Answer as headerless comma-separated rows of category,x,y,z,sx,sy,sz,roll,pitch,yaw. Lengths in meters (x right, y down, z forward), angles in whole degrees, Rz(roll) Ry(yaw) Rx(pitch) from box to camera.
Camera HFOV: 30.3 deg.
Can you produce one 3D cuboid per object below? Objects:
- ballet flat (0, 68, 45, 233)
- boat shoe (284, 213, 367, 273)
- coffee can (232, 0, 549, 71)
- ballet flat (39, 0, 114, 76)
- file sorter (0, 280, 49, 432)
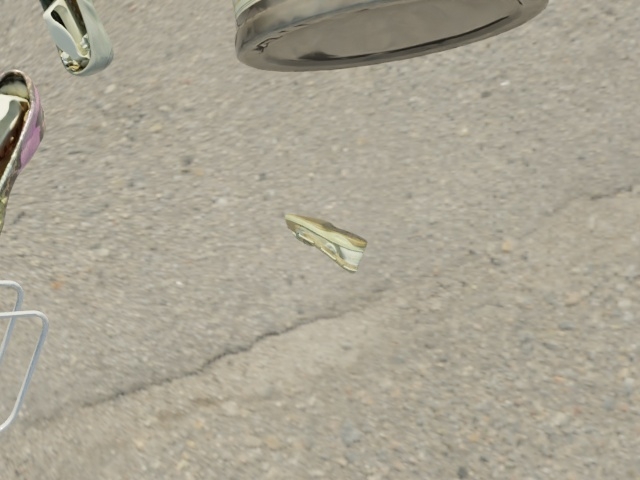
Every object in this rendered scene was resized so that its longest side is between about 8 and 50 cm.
ballet flat,-0.268,-0.044,0.889,0.076,0.079,0.222,12,54,6
boat shoe,0.002,0.000,1.620,0.056,0.153,0.048,6,103,-47
coffee can,0.024,-0.266,0.760,0.201,0.201,0.276,-9,89,-21
ballet flat,-0.316,-0.298,1.423,0.068,0.072,0.213,-44,115,-52
file sorter,-0.480,0.094,1.421,0.173,0.277,0.193,-1,122,-49
